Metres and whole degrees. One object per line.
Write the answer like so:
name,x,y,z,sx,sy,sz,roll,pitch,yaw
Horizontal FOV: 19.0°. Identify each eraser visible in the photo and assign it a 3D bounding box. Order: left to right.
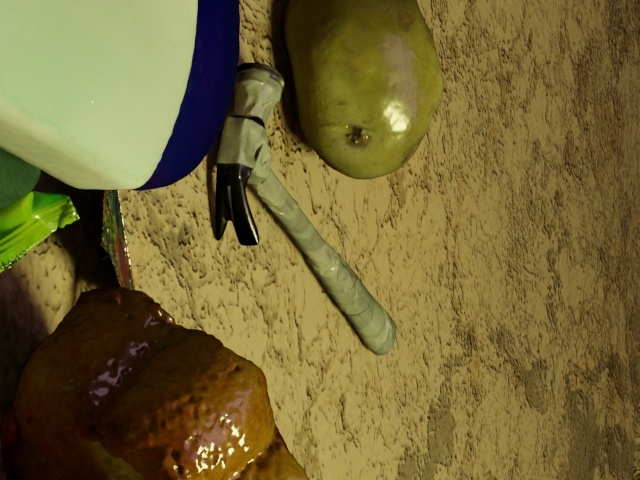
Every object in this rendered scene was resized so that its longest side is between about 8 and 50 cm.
eraser,-0.173,-0.154,1.070,0.290,0.104,0.189,34,57,-63

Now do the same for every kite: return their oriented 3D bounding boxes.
kite,-0.150,0.010,1.394,0.241,0.014,0.183,91,-10,-74

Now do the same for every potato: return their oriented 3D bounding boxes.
potato,0.038,-0.156,1.758,0.154,0.137,0.200,-141,-139,-72

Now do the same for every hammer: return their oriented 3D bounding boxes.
hammer,-0.001,0.000,1.779,0.427,0.044,0.152,50,46,-58

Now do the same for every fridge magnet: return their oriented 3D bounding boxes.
fridge magnet,-0.134,-0.168,1.367,0.265,0.113,0.265,0,90,-67

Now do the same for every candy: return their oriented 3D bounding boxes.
candy,-0.224,0.028,1.094,0.032,0.178,0.102,57,35,-4

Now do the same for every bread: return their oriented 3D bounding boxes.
bread,-0.110,0.154,1.295,0.135,0.232,0.246,-40,135,-45

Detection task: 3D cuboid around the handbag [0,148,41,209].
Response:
handbag,-0.268,-0.148,1.087,0.238,0.089,0.326,-38,126,-62
